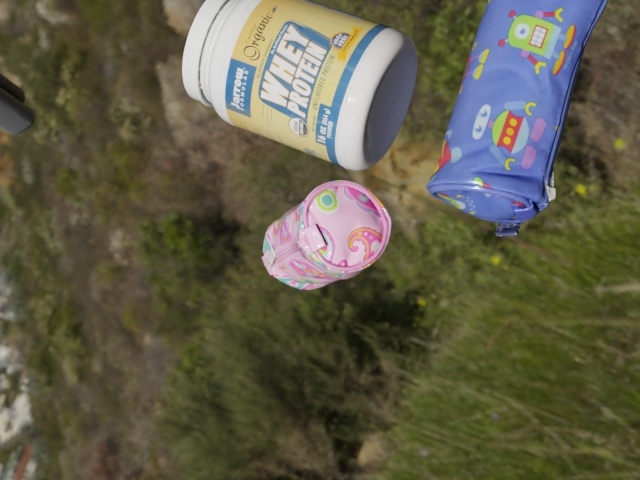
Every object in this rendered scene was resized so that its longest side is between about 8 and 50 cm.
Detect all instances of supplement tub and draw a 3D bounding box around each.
[{"bbox_3d":[-0.020,-0.164,1.163,0.144,0.199,0.144,-55,-23,-36],"label":"supplement tub"}]

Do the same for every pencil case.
[{"bbox_3d":[0.215,-0.164,1.255,0.119,0.133,0.306,48,-122,-72],"label":"pencil case"},{"bbox_3d":[0.000,0.000,1.548,0.284,0.124,0.124,154,137,-74],"label":"pencil case"}]

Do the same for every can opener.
[{"bbox_3d":[-0.431,-0.215,1.437,0.093,0.280,0.074,-31,65,4],"label":"can opener"}]
